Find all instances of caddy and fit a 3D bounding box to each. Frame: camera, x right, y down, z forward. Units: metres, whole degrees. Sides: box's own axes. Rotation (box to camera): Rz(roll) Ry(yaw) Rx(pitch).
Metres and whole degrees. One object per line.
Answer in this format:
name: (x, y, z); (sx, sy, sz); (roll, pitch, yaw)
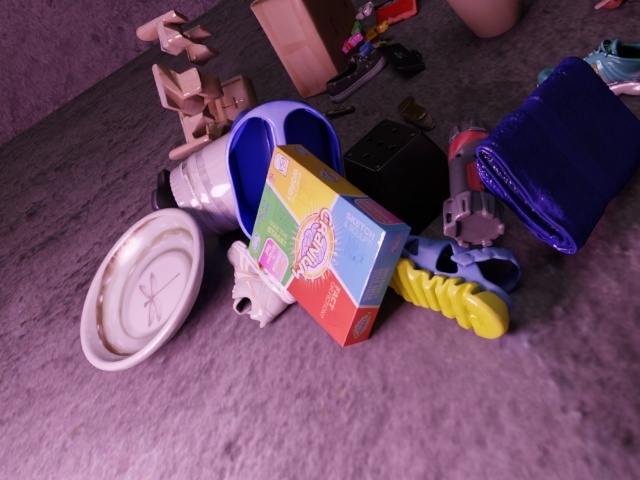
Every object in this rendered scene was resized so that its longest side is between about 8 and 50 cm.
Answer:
caddy: (-0.074, -0.138, 1.276); (0.241, 0.342, 0.179); (-12, 27, -6)

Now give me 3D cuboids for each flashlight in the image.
flashlight: (0.277, -0.106, 1.053); (0.103, 0.103, 0.304); (-46, 19, 33)

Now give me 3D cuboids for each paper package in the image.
paper package: (-0.022, -0.670, 1.829); (0.168, 0.325, 0.310); (-7, 44, 32)

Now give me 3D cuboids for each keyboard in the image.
keyboard: (0.236, -0.521, 1.693); (0.108, 0.023, 0.180); (-14, 40, -12)

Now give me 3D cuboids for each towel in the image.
towel: (0.406, -0.147, 0.995); (0.308, 0.228, 0.076); (-44, 4, -25)

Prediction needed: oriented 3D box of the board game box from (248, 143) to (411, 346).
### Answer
board game box: (0.000, 0.000, 1.090); (0.064, 0.242, 0.316); (-8, 37, -40)

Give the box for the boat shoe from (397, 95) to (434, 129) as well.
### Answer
boat shoe: (0.236, -0.314, 1.471); (0.056, 0.048, 0.153); (-45, 29, 7)

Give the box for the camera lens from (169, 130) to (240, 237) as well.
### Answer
camera lens: (-0.204, -0.154, 1.481); (0.274, 0.219, 0.219); (-27, 37, 11)

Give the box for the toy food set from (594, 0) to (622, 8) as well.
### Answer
toy food set: (0.711, -0.604, 1.403); (0.128, 0.071, 0.218); (-35, 26, 43)

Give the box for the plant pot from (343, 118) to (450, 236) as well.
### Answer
plant pot: (0.156, -0.139, 1.229); (0.187, 0.167, 0.188); (-42, 36, -10)

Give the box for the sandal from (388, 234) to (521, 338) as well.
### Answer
sandal: (0.214, 0.048, 1.025); (0.138, 0.126, 0.317); (-44, 45, -19)

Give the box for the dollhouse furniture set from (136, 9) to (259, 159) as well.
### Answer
dollhouse furniture set: (-0.382, -0.402, 1.753); (0.256, 0.362, 0.394); (-18, -4, 21)

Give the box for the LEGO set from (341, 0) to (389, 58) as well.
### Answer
LEGO set: (0.153, -0.651, 1.842); (0.093, 0.087, 0.227); (-21, 39, 43)

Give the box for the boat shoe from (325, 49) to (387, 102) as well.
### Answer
boat shoe: (0.104, -0.505, 1.751); (0.228, 0.076, 0.080); (-41, 37, -7)

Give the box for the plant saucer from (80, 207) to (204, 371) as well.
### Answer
plant saucer: (-0.393, 0.119, 1.386); (0.400, 0.100, 0.401); (-21, 52, 30)

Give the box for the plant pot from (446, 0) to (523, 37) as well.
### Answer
plant pot: (0.416, -0.675, 1.530); (0.256, 0.274, 0.257); (-21, 39, 18)

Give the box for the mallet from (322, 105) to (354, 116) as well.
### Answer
mallet: (0.010, -0.364, 1.709); (0.189, 0.039, 0.062); (-12, 40, 21)

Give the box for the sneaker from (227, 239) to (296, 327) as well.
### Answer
sneaker: (-0.157, 0.091, 1.281); (0.121, 0.099, 0.262); (-46, 36, -7)

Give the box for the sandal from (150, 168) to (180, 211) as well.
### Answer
sandal: (-0.463, -0.129, 1.777); (0.054, 0.097, 0.254); (-40, 25, 13)

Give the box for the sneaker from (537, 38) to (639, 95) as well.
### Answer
sneaker: (0.570, -0.352, 1.187); (0.275, 0.110, 0.107); (1, 49, 40)

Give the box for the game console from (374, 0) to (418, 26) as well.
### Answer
game console: (0.259, -0.760, 1.967); (0.143, 0.085, 0.124); (-13, 10, 26)

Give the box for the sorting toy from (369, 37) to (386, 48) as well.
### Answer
sorting toy: (0.175, -0.624, 1.882); (0.083, 0.012, 0.062); (-9, 43, 32)
